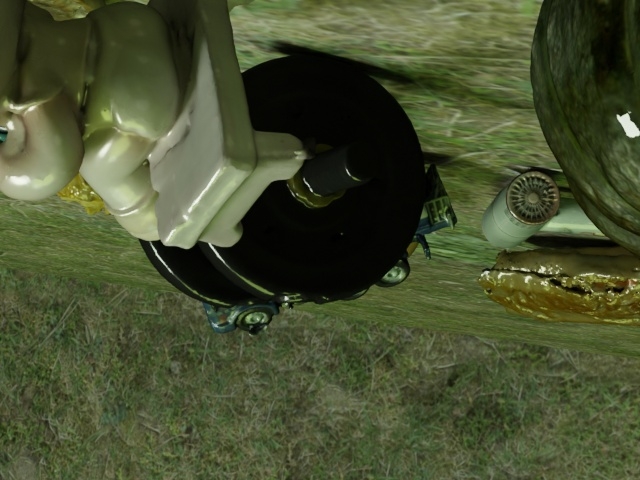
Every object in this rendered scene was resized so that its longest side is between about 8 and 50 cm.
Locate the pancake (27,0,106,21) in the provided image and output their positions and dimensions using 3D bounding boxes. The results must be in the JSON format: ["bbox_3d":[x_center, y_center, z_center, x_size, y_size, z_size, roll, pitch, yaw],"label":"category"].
[{"bbox_3d":[-0.191,-0.134,0.751,0.158,0.028,0.158,9,176,1],"label":"pancake"}]

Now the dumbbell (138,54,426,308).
[{"bbox_3d":[-0.032,-0.030,0.872,0.143,0.143,0.325,12,173,-18],"label":"dumbbell"}]

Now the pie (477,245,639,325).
[{"bbox_3d":[0.289,0.042,1.280,0.282,0.068,0.128,5,160,31],"label":"pie"}]

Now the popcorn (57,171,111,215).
[{"bbox_3d":[-0.201,-0.055,1.268,0.083,0.057,0.082,10,167,33],"label":"popcorn"}]

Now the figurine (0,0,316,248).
[{"bbox_3d":[-0.140,-0.084,0.574,0.256,0.182,0.144,17,155,-32],"label":"figurine"}]

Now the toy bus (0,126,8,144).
[{"bbox_3d":[-0.188,-0.091,0.874,0.160,0.079,0.092,7,173,12],"label":"toy bus"}]

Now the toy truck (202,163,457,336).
[{"bbox_3d":[0.000,0.000,1.045,0.201,0.074,0.088,-19,143,1],"label":"toy truck"}]

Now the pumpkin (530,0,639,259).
[{"bbox_3d":[0.175,-0.041,0.440,0.223,0.157,0.224,18,165,5],"label":"pumpkin"}]

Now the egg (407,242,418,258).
[{"bbox_3d":[0.044,-0.014,1.153,0.080,0.080,0.096,11,178,-7],"label":"egg"}]

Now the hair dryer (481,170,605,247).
[{"bbox_3d":[0.222,-0.013,1.078,0.183,0.044,0.155,7,175,0],"label":"hair dryer"}]
